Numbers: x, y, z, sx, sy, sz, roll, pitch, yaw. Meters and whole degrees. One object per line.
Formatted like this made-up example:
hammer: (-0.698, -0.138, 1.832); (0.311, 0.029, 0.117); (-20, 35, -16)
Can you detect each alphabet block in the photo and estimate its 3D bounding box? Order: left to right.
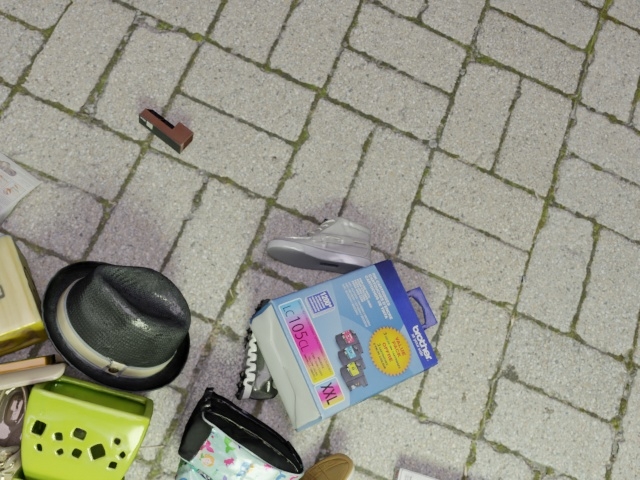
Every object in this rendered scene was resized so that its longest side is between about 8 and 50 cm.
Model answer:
alphabet block: (-0.683, 0.129, 1.496); (0.193, 0.192, 0.197); (-21, 79, -16)

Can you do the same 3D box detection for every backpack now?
backpack: (-0.165, 0.447, 1.492); (0.253, 0.225, 0.191); (28, 91, -7)

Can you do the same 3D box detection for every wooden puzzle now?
wooden puzzle: (-0.612, 0.256, 1.446); (0.221, 0.238, 0.044); (-8, 90, -15)

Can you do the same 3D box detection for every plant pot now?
plant pot: (-0.467, 0.398, 1.432); (0.227, 0.228, 0.207); (17, 85, -9)

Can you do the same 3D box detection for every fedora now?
fedora: (-0.389, 0.145, 1.506); (0.334, 0.152, 0.334); (30, 38, -27)

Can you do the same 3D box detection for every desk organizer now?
desk organizer: (-0.374, -0.274, 1.772); (0.130, 0.047, 0.050); (38, 66, 1)

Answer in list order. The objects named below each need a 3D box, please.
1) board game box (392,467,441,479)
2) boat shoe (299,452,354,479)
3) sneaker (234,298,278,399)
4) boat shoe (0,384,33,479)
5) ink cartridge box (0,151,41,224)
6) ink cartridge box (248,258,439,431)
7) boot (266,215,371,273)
board game box: (0.290, 0.642, 1.614); (0.305, 0.053, 0.193); (19, 68, -6)
boat shoe: (-0.019, 0.577, 1.550); (0.277, 0.098, 0.096); (-47, 128, -11)
sneaker: (-0.119, 0.250, 1.645); (0.106, 0.078, 0.234); (15, 70, -14)
boat shoe: (-0.636, 0.429, 1.456); (0.109, 0.098, 0.302); (11, 70, -9)
ink cartridge box: (-0.775, -0.105, 1.638); (0.181, 0.056, 0.225); (36, 50, 1)
ink cartridge box: (0.077, 0.213, 1.626); (0.395, 0.151, 0.270); (-17, 77, -35)
boot: (0.000, 0.000, 1.751); (0.258, 0.095, 0.123); (13, 63, -17)
